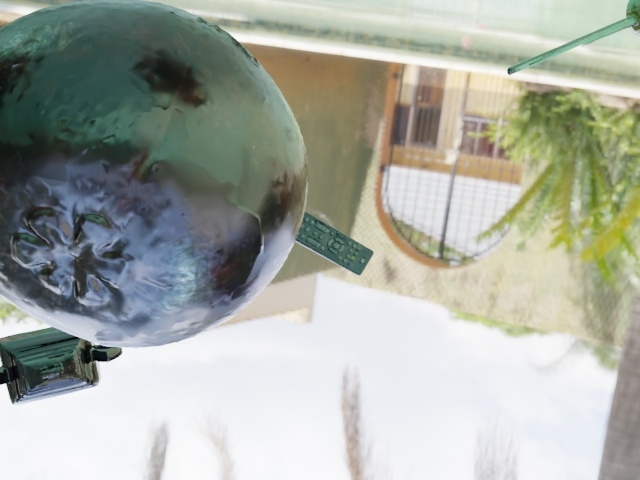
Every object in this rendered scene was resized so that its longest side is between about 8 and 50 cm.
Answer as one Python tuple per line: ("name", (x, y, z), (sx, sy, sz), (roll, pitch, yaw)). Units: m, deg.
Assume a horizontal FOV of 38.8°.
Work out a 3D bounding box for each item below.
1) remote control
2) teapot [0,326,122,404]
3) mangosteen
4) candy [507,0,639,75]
("remote control", (0.000, 0.000, 0.776), (0.091, 0.034, 0.016), (30, 149, 7))
("teapot", (-0.333, 0.154, 1.123), (0.177, 0.087, 0.096), (-12, -175, -17))
("mangosteen", (-0.109, -0.044, 0.553), (0.216, 0.216, 0.216), (7, -170, -1))
("candy", (0.272, -0.201, 0.892), (0.202, 0.061, 0.061), (-23, -163, -11))
